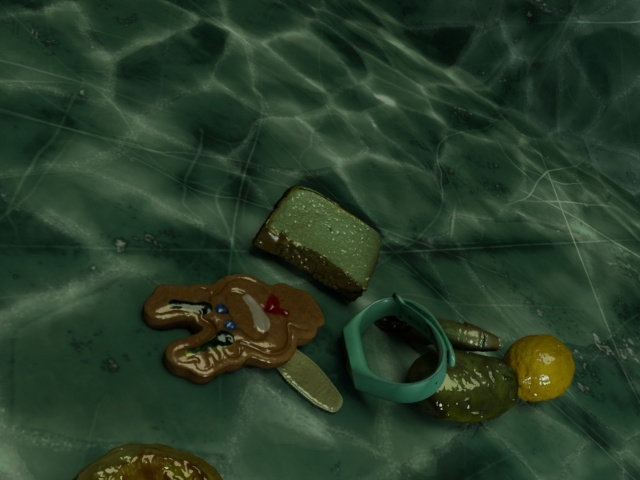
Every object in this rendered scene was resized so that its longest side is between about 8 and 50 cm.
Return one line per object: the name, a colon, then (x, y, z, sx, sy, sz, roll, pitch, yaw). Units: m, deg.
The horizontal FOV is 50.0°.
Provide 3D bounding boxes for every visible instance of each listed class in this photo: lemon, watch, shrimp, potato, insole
lemon: (0.469, 0.270, 1.463, 0.187, 0.142, 0.142, -7, 52, -46)
watch: (0.139, 0.196, 1.286, 0.195, 0.068, 0.237, -12, 37, -2)
shrimp: (0.244, 0.190, 1.427, 0.267, 0.061, 0.145, 7, -4, -1)
potato: (0.271, 0.281, 1.329, 0.252, 0.113, 0.149, -1, 53, -21)
insole: (-0.058, 0.217, 1.237, 0.248, 0.011, 0.081, 39, 37, 9)

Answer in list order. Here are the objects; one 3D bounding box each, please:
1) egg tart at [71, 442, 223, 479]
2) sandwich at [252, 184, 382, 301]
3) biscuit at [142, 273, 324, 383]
egg tart: (-0.216, 0.371, 0.862, 0.241, 0.106, 0.241, 22, 34, -16)
sandwich: (0.000, 0.001, 1.468, 0.251, 0.087, 0.226, 32, 37, -6)
biscuit: (-0.139, 0.142, 1.220, 0.334, 0.047, 0.202, -4, 50, -36)
